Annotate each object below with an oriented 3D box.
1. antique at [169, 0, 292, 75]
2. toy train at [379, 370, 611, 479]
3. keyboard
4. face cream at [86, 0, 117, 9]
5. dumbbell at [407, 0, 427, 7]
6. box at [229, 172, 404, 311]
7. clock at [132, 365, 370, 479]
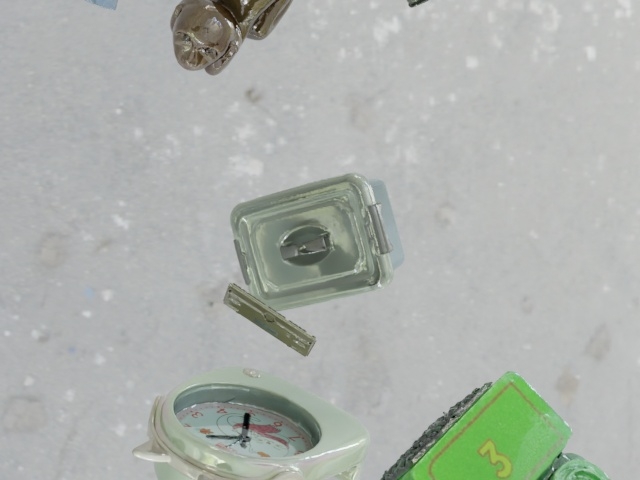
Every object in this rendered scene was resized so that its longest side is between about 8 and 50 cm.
[{"bbox_3d":[-0.132,-0.364,1.708,0.257,0.143,0.121,-42,88,-13],"label":"antique"},{"bbox_3d":[0.159,0.252,1.035,0.188,0.132,0.243,46,50,8],"label":"toy train"},{"bbox_3d":[-0.064,0.100,1.381,0.129,0.049,0.015,33,62,4],"label":"keyboard"},{"bbox_3d":[-0.392,-0.364,1.212,0.385,0.086,0.135,9,105,-29],"label":"face cream"},{"bbox_3d":[0.043,-0.311,0.880,0.110,0.110,0.254,-33,113,-33],"label":"dumbbell"},{"bbox_3d":[0.000,0.000,1.525,0.130,0.227,0.162,-21,97,-61],"label":"box"},{"bbox_3d":[-0.109,0.287,1.528,0.324,0.265,0.108,-13,122,-55],"label":"clock"}]
